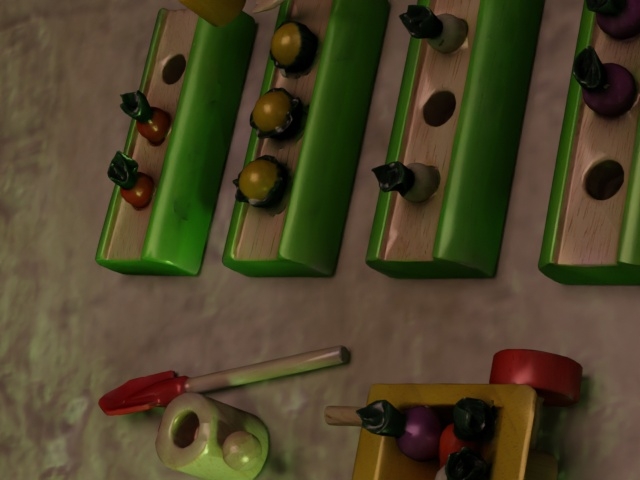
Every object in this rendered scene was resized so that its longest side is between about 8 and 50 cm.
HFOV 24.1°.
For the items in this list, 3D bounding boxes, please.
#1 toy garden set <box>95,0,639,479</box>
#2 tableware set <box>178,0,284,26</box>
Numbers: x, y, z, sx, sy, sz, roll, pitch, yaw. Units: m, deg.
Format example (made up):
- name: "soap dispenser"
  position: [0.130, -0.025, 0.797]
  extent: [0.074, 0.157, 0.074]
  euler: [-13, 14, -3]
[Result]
- name: "toy garden set"
  position: [0.000, 0.000, 0.502]
  extent: [0.244, 0.049, 0.203]
  euler: [-1, 71, 41]
- name: "tableware set"
  position: [-0.016, -0.147, 0.576]
  extent: [0.104, 0.024, 0.154]
  euler: [-9, 51, 39]
